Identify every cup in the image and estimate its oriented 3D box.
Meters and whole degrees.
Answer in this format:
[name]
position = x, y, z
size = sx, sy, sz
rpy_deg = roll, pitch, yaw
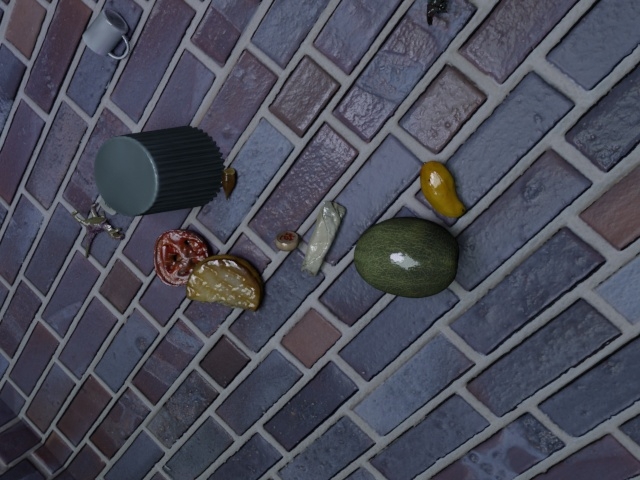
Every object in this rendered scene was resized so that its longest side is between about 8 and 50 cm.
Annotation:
[cup]
position = -0.739, -0.719, 1.611
size = 0.133, 0.136, 0.099
rpy_deg = -34, 48, 25

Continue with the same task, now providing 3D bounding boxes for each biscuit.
[biscuit]
position = -0.335, 0.153, 1.656
size = 0.274, 0.091, 0.213
rpy_deg = 19, 105, -4

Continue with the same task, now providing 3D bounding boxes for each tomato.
[tomato]
position = -0.510, 0.063, 1.722
size = 0.228, 0.101, 0.227
rpy_deg = 1, 102, 6

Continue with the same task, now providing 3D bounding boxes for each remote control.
[remote control]
position = -0.811, -0.192, 1.805
size = 0.087, 0.029, 0.190
rpy_deg = 38, 114, 9

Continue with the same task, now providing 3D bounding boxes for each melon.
[melon]
position = 0.249, 0.047, 1.345
size = 0.302, 0.237, 0.237
rpy_deg = 5, 106, 21

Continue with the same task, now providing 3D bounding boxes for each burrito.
[burrito]
position = 0.000, 0.000, 1.526
size = 0.082, 0.059, 0.275
rpy_deg = 23, 112, -1

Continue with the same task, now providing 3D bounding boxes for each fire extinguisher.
[fire extinguisher]
position = 0.339, -0.684, 1.185
size = 0.075, 0.106, 0.252
rpy_deg = 30, 114, -10

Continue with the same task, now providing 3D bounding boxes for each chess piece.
[chess piece]
position = -0.113, 0.003, 1.557
size = 0.084, 0.083, 0.038
rpy_deg = 15, 127, 17

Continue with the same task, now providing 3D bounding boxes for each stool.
[stool]
position = -0.530, -0.229, 1.521
size = 0.297, 0.330, 0.297
rpy_deg = 5, 106, 19

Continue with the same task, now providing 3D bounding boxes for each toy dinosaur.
[toy dinosaur]
position = -0.931, -0.042, 1.873
size = 0.251, 0.072, 0.199
rpy_deg = -21, 106, 15

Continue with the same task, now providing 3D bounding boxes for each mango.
[mango]
position = 0.352, -0.148, 1.344
size = 0.098, 0.075, 0.190
rpy_deg = -26, 100, 31

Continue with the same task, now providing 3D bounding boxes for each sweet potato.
[sweet potato]
position = -0.324, -0.194, 1.606
size = 0.049, 0.049, 0.117
rpy_deg = 16, 113, 17
